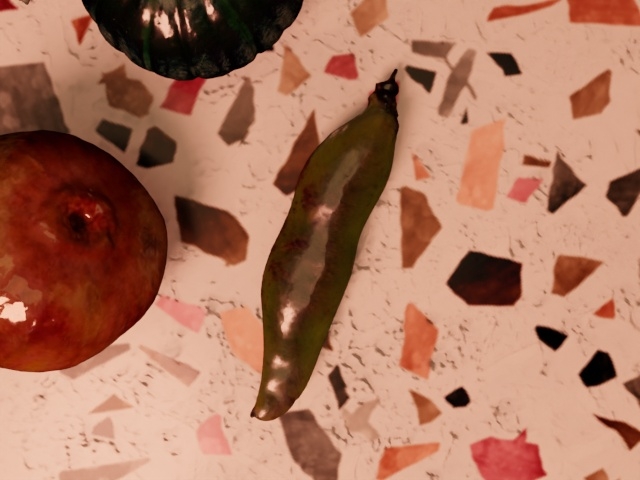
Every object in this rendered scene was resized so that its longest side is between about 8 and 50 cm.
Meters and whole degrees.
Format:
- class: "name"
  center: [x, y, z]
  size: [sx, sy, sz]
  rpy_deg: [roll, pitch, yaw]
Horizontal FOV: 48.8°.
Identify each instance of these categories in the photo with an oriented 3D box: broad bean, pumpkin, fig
- class: "broad bean"
  center: [0.000, 0.000, 0.635]
  size: [0.077, 0.061, 0.339]
  rpy_deg: [20, 95, -15]
- class: "pumpkin"
  center: [-0.105, -0.233, 0.571]
  size: [0.202, 0.140, 0.202]
  rpy_deg: [0, 93, -1]
- class: "fig"
  center: [-0.227, 0.016, 0.581]
  size: [0.205, 0.205, 0.205]
  rpy_deg: [0, 96, -2]

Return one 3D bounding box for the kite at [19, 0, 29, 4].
- class: "kite"
  center: [-0.409, -0.317, 0.618]
  size: [0.368, 0.014, 0.406]
  rpy_deg: [33, 93, -5]
